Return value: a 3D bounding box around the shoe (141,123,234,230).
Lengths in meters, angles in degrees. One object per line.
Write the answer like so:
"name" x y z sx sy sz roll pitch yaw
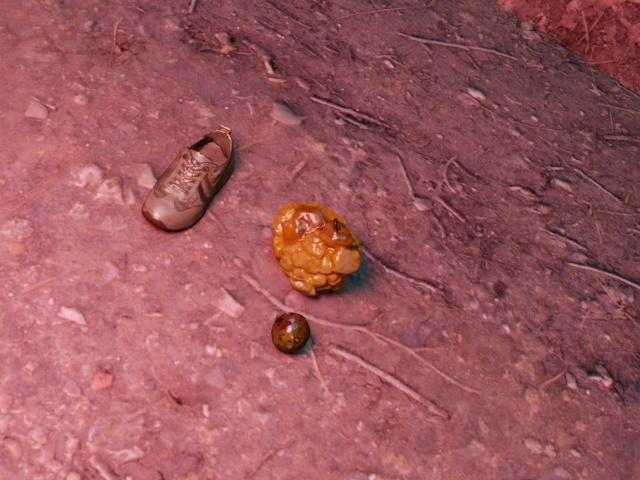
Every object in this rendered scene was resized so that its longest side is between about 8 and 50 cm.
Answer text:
"shoe" -0.246 -0.124 1.613 0.103 0.098 0.274 26 47 3

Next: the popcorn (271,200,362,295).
"popcorn" -0.005 0.018 1.578 0.194 0.163 0.140 24 14 41

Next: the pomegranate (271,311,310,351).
"pomegranate" -0.055 0.154 1.478 0.073 0.073 0.084 0 52 -25
